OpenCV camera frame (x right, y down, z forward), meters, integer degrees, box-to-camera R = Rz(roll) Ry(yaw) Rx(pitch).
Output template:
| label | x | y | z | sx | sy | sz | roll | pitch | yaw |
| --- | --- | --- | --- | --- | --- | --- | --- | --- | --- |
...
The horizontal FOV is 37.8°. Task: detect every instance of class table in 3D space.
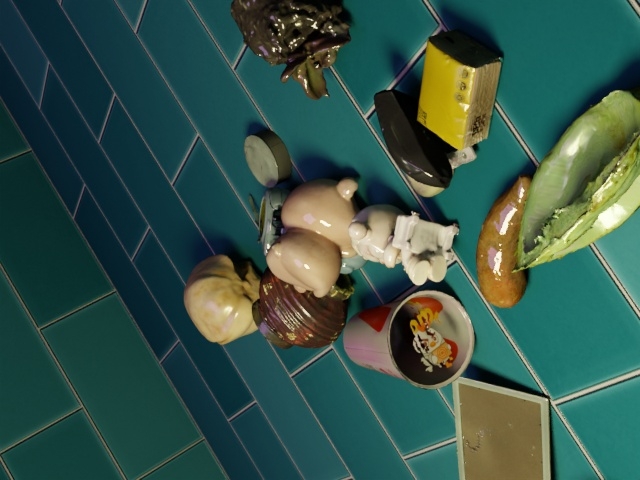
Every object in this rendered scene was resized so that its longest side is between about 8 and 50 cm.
| label | x | y | z | sx | sy | sz | roll | pitch | yaw |
| --- | --- | --- | --- | --- | --- | --- | --- | --- | --- |
| table | -0.125 | -0.194 | 2.209 | 0.133 | 0.043 | 0.133 | 37 | 142 | 36 |

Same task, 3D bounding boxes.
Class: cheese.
| label | x | y | z | sx | sy | sz | roll | pitch | yaw |
| --- | --- | --- | --- | --- | --- | --- | --- | --- | --- |
| cheese | 0.223 | -0.139 | 1.714 | 0.097 | 0.037 | 0.192 | 63 | 152 | -4 |

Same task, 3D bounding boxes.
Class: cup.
| label | x | y | z | sx | sy | sz | roll | pitch | yaw |
| --- | --- | --- | --- | --- | --- | --- | --- | --- | --- |
| cup | 0.165 | 0.206 | 1.970 | 0.203 | 0.203 | 0.288 | 64 | 157 | -5 |

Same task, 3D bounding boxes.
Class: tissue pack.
| label | x | y | z | sx | sy | sz | roll | pitch | yaw |
| --- | --- | --- | --- | --- | --- | --- | --- | --- | --- |
| tissue pack | 0.228 | -0.251 | 1.564 | 0.120 | 0.082 | 0.169 | 42 | 145 | 34 |

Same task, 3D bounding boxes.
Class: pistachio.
| label | x | y | z | sx | sy | sz | roll | pitch | yaw |
| --- | --- | --- | --- | --- | --- | --- | --- | --- | --- |
| pistachio | -0.259 | 0.158 | 2.543 | 0.321 | 0.229 | 0.238 | 29 | 96 | 62 |

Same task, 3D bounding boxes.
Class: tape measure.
| label | x | y | z | sx | sy | sz | roll | pitch | yaw |
| --- | --- | --- | --- | --- | --- | --- | --- | --- | --- |
| tape measure | -0.113 | -0.077 | 2.253 | 0.330 | 0.084 | 0.164 | -109 | 32 | -64 |

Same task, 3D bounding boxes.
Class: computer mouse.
| label | x | y | z | sx | sy | sz | roll | pitch | yaw |
| --- | --- | --- | --- | --- | --- | --- | --- | --- | --- |
| computer mouse | 0.160 | -0.175 | 1.662 | 0.073 | 0.122 | 0.217 | -33 | 64 | 26 |

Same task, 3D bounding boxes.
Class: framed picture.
| label | x | y | z | sx | sy | sz | roll | pitch | yaw |
| --- | --- | --- | --- | --- | --- | --- | --- | --- | --- |
| framed picture | 0.369 | 0.412 | 1.892 | 0.216 | 0.016 | 0.273 | 10 | 116 | 37 |

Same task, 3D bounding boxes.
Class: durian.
| label | x | y | z | sx | sy | sz | roll | pitch | yaw |
| --- | --- | --- | --- | --- | --- | --- | --- | --- | --- |
| durian | 0.382 | -0.099 | 1.336 | 0.163 | 0.198 | 0.394 | 54 | 148 | 15 |

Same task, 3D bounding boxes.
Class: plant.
| label | x | y | z | sx | sy | sz | roll | pitch | yaw |
| --- | --- | --- | --- | --- | --- | --- | --- | --- | --- |
| plant | -0.056 | -0.407 | 1.783 | 0.234 | 0.178 | 0.204 | 60 | 150 | 15 |

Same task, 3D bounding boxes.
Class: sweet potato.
| label | x | y | z | sx | sy | sz | roll | pitch | yaw |
| --- | --- | --- | --- | --- | --- | --- | --- | --- | --- |
| sweet potato | 0.320 | 0.002 | 1.628 | 0.097 | 0.097 | 0.292 | 35 | 140 | 39 |

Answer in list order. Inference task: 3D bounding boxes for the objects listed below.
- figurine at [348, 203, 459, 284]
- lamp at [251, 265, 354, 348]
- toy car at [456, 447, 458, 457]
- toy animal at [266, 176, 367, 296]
| label | x | y | z | sx | sy | sz | roll | pitch | yaw |
| --- | --- | --- | --- | --- | --- | --- | --- | --- | --- |
| figurine | 0.140 | -0.009 | 1.841 | 0.257 | 0.182 | 0.144 | 16 | 112 | 54 |
| lamp | -0.036 | 0.138 | 2.182 | 0.247 | 0.247 | 0.247 | 38 | 143 | 36 |
| toy car | 0.360 | 0.428 | 1.959 | 0.093 | 0.058 | 0.186 | 47 | 132 | 17 |
| toy animal | -0.016 | -0.007 | 2.014 | 0.210 | 0.221 | 0.229 | 2 | 117 | 53 |
